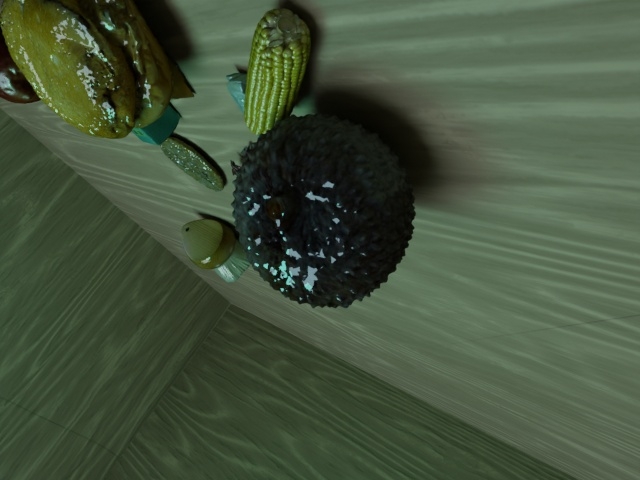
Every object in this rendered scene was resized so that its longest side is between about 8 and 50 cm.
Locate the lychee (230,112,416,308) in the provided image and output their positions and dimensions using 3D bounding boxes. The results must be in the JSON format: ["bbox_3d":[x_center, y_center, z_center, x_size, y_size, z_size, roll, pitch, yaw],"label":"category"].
[{"bbox_3d":[0.013,-0.049,0.783,0.300,0.300,0.300,31,162,11],"label":"lychee"}]

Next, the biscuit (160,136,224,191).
[{"bbox_3d":[-0.344,-0.205,1.381,0.220,0.033,0.220,32,164,11],"label":"biscuit"}]

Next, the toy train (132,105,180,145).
[{"bbox_3d":[-0.480,-0.323,1.188,0.298,0.120,0.194,19,162,39],"label":"toy train"}]

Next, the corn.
[{"bbox_3d":[-0.067,-0.231,0.743,0.081,0.081,0.248,35,161,-1],"label":"corn"}]

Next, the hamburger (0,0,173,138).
[{"bbox_3d":[-0.390,-0.323,0.876,0.314,0.170,0.290,16,139,39],"label":"hamburger"}]

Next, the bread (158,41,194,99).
[{"bbox_3d":[-0.303,-0.336,0.998,0.084,0.080,0.109,24,124,30],"label":"bread"}]

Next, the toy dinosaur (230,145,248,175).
[{"bbox_3d":[-0.143,-0.164,1.132,0.108,0.032,0.220,46,149,-23],"label":"toy dinosaur"}]

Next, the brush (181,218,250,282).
[{"bbox_3d":[-0.377,0.020,1.825,0.267,0.174,0.166,30,173,41],"label":"brush"}]

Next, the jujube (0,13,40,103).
[{"bbox_3d":[-0.733,-0.444,1.222,0.255,0.190,0.190,41,166,22],"label":"jujube"}]

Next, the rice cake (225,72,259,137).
[{"bbox_3d":[-0.097,-0.202,0.932,0.045,0.042,0.245,17,155,33],"label":"rice cake"}]
